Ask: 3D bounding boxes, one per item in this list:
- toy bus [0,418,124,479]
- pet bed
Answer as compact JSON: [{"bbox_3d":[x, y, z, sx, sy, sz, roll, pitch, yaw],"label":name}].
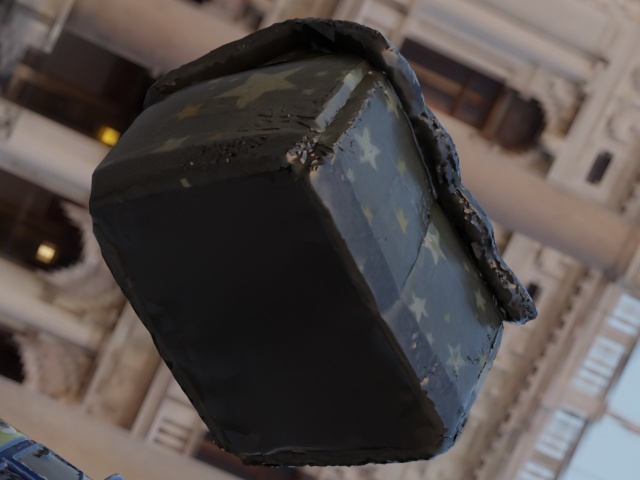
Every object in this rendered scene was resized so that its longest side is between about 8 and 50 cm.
[{"bbox_3d":[-0.269,0.260,1.246,0.287,0.175,0.138,-65,168,18],"label":"toy bus"},{"bbox_3d":[0.000,0.000,0.981,0.183,0.211,0.159,-10,-149,37],"label":"pet bed"}]
